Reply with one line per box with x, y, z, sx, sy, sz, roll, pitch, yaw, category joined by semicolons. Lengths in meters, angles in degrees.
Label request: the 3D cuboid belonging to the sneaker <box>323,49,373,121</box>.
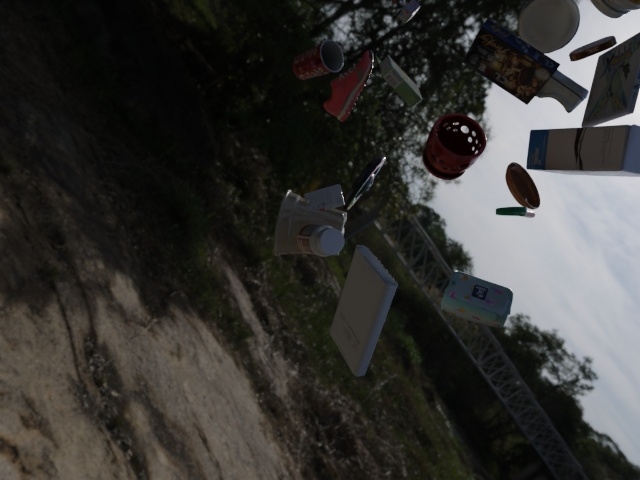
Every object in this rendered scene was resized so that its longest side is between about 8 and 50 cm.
0.115;-0.664;2.196;0.136;0.314;0.116;25;20;-9;sneaker

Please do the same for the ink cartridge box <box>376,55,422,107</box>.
0.284;-0.600;1.906;0.171;0.056;0.235;38;30;-25;ink cartridge box

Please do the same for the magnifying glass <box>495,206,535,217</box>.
0.632;-0.088;1.661;0.231;0.092;0.026;0;87;-50;magnifying glass

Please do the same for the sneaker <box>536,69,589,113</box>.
0.685;-0.485;1.595;0.258;0.091;0.094;37;21;10;sneaker

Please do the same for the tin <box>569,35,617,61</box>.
1.190;-0.840;2.280;0.040;0.189;0.106;64;31;-16;tin

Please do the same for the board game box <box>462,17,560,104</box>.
0.556;-0.524;1.540;0.243;0.042;0.165;36;-17;7;board game box

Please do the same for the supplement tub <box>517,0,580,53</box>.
0.846;-0.832;1.948;0.207;0.207;0.338;53;32;-13;supplement tub

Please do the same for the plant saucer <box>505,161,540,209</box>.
0.765;-0.204;1.984;0.200;0.037;0.200;24;51;-33;plant saucer

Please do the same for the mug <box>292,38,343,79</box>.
-0.028;-0.647;1.876;0.150;0.169;0.113;-3;92;-42;mug

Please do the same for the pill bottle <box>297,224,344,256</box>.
0.000;0.000;2.003;0.121;0.121;0.221;53;-16;-17;pill bottle

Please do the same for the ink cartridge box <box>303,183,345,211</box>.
0.012;-0.126;1.588;0.029;0.115;0.063;45;31;-74;ink cartridge box

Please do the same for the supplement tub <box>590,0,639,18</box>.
1.007;-0.861;1.595;0.228;0.228;0.316;54;-27;-2;supplement tub

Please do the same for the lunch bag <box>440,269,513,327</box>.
0.541;0.207;1.801;0.223;0.160;0.262;20;9;18;lunch bag

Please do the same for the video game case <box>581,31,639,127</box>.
1.115;-0.600;1.975;0.036;0.300;0.329;13;3;0;video game case

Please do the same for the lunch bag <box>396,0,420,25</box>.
0.326;-0.858;1.966;0.053;0.071;0.083;43;-24;-4;lunch bag

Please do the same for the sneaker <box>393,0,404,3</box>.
0.247;-0.965;1.786;0.135;0.097;0.276;28;-40;27;sneaker

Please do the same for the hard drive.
0.130;0.226;1.690;0.047;0.353;0.233;2;28;-25;hard drive

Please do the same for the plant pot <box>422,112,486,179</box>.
0.454;-0.318;1.818;0.191;0.191;0.174;56;-23;15;plant pot

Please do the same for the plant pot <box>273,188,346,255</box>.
-0.040;-0.057;2.540;0.305;0.334;0.334;12;2;6;plant pot

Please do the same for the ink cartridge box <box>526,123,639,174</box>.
1.042;-0.334;1.980;0.285;0.166;0.395;1;7;-30;ink cartridge box

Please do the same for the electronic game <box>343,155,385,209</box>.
0.153;-0.199;1.814;0.048;0.229;0.229;38;4;5;electronic game
